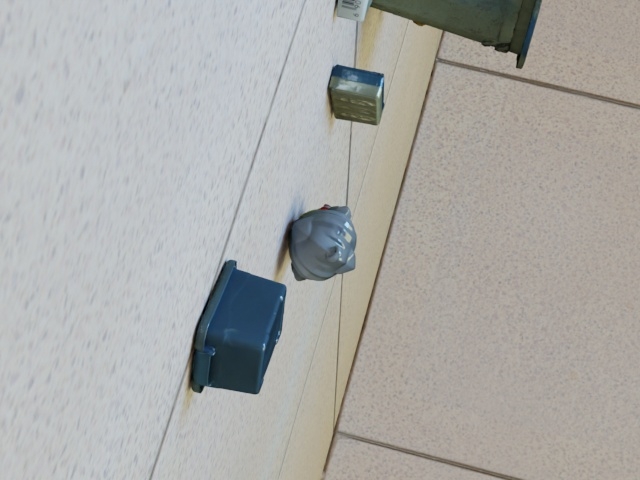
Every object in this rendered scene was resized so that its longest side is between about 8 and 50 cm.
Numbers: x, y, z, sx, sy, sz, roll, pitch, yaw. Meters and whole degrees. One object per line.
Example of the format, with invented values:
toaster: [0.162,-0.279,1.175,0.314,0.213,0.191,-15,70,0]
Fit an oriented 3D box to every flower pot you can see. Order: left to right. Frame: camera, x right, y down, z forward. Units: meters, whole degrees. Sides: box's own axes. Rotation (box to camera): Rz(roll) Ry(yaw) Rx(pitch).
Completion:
flower pot: [0.166,-0.323,1.625,0.212,0.202,0.212,14,90,-83]

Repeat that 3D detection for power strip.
power strip: [0.041,-0.158,1.535,0.123,0.056,0.032,74,29,-80]

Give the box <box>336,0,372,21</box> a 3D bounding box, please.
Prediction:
box: [0.060,-0.352,1.361,0.139,0.035,0.245,-68,170,-50]

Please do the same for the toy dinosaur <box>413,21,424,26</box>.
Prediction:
toy dinosaur: [0.165,-0.495,1.780,0.208,0.097,0.432,-53,155,-51]

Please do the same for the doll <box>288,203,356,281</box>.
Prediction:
doll: [0.000,0.000,1.469,0.094,0.079,0.180,-53,-170,4]

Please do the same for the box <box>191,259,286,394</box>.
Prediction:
box: [-0.062,0.072,1.095,0.099,0.054,0.074,-70,174,-49]
